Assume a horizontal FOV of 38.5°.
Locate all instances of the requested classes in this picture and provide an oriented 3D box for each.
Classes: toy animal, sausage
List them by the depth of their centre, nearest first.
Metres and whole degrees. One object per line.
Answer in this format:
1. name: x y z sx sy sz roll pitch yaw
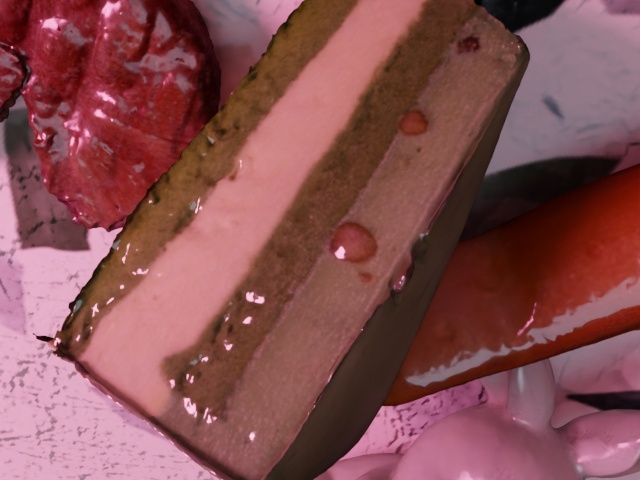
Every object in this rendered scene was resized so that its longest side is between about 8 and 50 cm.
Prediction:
1. sausage: 0.167 0.018 0.578 0.348 0.097 0.094 -24 152 17
2. toy animal: 0.095 0.196 0.695 0.208 0.154 0.325 38 101 3

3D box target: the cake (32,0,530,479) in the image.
1. cake: 0.003 -0.005 0.551 0.158 0.172 0.283 32 84 20

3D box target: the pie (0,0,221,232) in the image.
1. pie: -0.165 -0.100 0.557 0.219 0.054 0.204 33 122 -16
